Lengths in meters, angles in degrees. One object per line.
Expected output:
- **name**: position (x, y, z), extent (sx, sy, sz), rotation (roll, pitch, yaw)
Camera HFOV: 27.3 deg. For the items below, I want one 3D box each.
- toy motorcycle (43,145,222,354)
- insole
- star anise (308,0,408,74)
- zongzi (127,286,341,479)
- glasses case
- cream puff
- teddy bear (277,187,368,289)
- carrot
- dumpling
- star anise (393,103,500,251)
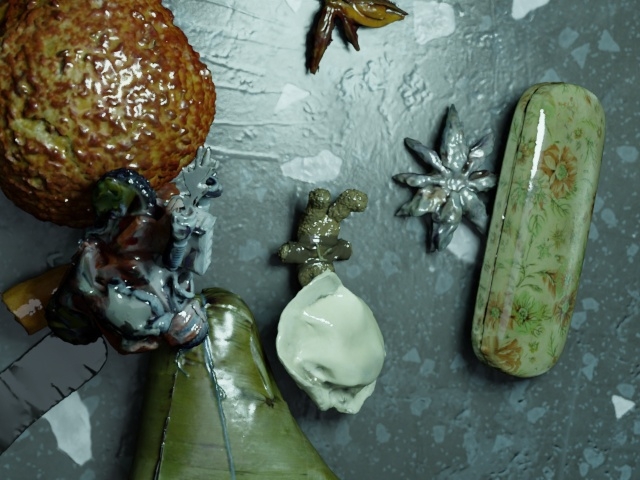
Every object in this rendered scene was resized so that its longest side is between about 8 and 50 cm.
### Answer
- **toy motorcycle**: position (-0.202, 0.012, 1.620), extent (0.207, 0.134, 0.401), rotation (29, 124, 1)
- **insole**: position (-0.444, 0.229, 1.795), extent (0.348, 0.009, 0.119), rotation (-36, 102, -7)
- **star anise**: position (0.049, -0.342, 1.832), extent (0.157, 0.053, 0.212), rotation (-6, 94, -11)
- **zongzi**: position (-0.064, 0.241, 1.795), extent (0.361, 0.160, 0.322), rotation (10, 92, -8)
- **glasses case**: position (0.314, -0.014, 1.883), extent (0.156, 0.098, 0.425), rotation (9, 93, -36)
- **cream puff**: position (-0.296, -0.182, 1.684), extent (0.350, 0.229, 0.350), rotation (-2, 97, -12)
- **teddy bear**: position (-0.004, -0.005, 1.842), extent (0.119, 0.078, 0.160), rotation (2, 112, -34)
- **carrot**: position (-0.324, 0.056, 1.776), extent (0.205, 0.072, 0.072), rotation (-27, 100, -11)
- **dumpling**: position (0.015, 0.149, 1.806), extent (0.162, 0.132, 0.250), rotation (-56, 139, -27)
- **star anise**: position (0.194, -0.080, 1.880), extent (0.181, 0.061, 0.204), rotation (26, 88, -13)
